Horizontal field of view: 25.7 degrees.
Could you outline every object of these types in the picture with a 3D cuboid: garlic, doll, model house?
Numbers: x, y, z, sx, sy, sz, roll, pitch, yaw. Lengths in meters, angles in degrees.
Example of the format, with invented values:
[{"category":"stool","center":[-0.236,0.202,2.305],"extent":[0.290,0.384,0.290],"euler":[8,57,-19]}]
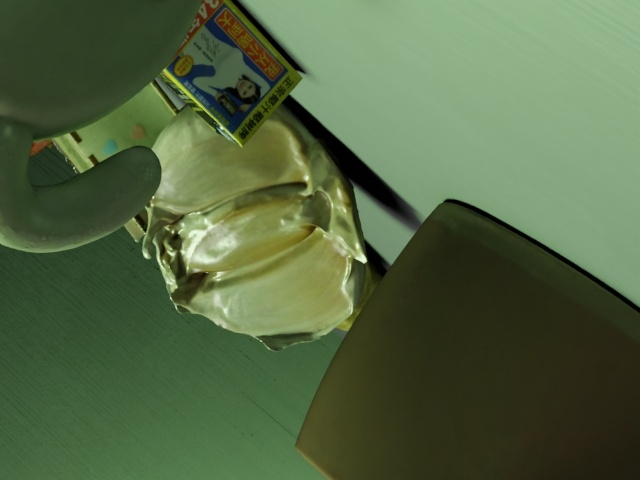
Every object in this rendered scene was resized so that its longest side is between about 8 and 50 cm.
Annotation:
[{"category":"garlic","center":[-0.055,-0.031,1.194],"extent":[0.143,0.178,0.229],"euler":[-88,-23,-58]},{"category":"doll","center":[-0.214,-0.189,0.772],"extent":[0.215,0.226,0.370],"euler":[2,-144,-45]},{"category":"model house","center":[-0.176,-0.098,1.492],"extent":[0.244,0.169,0.326],"euler":[46,174,15]}]

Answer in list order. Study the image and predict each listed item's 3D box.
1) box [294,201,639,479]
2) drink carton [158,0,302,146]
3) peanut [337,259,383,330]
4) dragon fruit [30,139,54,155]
[{"category":"box","center":[0.141,0.147,1.011],"extent":[0.301,0.216,0.301],"euler":[38,173,5]},{"category":"drink carton","center":[-0.093,-0.144,0.967],"extent":[0.166,0.071,0.056],"euler":[45,176,-34]},{"category":"peanut","center":[0.014,0.042,1.575],"extent":[0.108,0.095,0.226],"euler":[41,176,31]},{"category":"dragon fruit","center":[-0.434,-0.206,1.592],"extent":[0.301,0.296,0.295],"euler":[70,167,-12]}]
